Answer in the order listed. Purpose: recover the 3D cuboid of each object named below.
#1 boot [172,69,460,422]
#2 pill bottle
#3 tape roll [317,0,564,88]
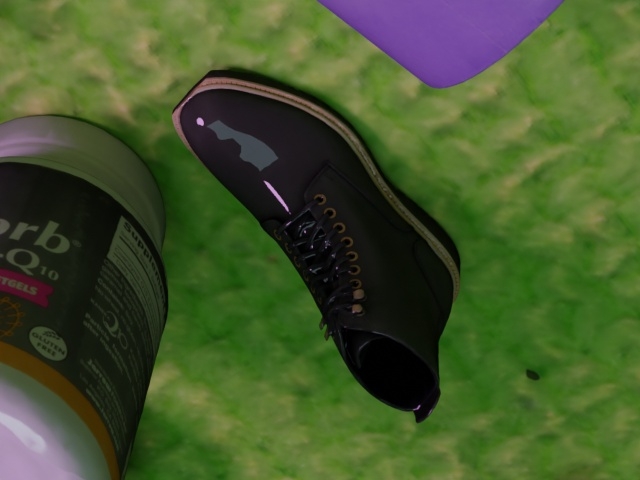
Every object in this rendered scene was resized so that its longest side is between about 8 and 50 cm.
[{"bbox_3d":[0.000,0.000,0.998,0.198,0.137,0.077,35,118,-15],"label":"boot"},{"bbox_3d":[-0.166,0.055,0.964,0.162,0.278,0.162,2,122,3],"label":"pill bottle"},{"bbox_3d":[0.078,-0.169,0.857,0.080,0.189,0.189,37,118,-17],"label":"tape roll"}]
